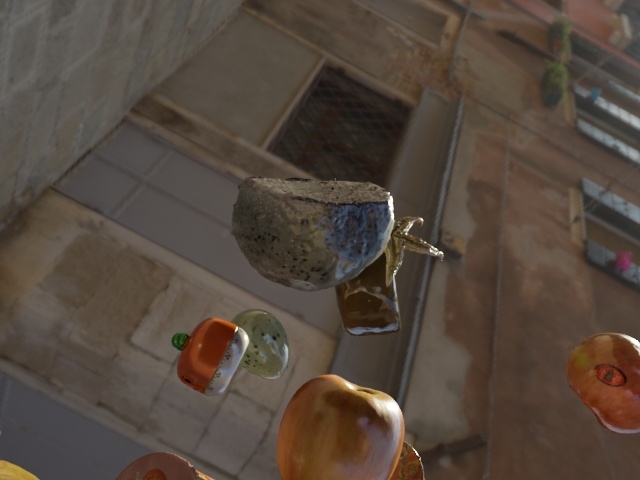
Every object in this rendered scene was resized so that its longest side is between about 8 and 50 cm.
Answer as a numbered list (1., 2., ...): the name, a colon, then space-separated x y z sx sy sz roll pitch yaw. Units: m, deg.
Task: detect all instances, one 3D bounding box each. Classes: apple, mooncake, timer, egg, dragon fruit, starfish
1. apple: 0.038 0.401 1.408 0.242 0.242 0.241 163 -52 -86
2. mooncake: 0.110 0.100 1.782 0.284 0.156 0.284 -7 90 -85
3. timer: -0.198 0.193 1.228 0.136 0.136 0.099 -62 -171 -10
4. apple: 0.594 0.286 1.429 0.164 0.209 0.209 -40 -169 19
5. egg: -0.133 0.227 1.542 0.131 0.164 0.131 -30 165 -9
6. dragon fruit: 0.000 0.000 1.302 0.221 0.283 0.203 28 -64 56
7. starfish: 0.180 0.007 1.544 0.247 0.138 0.050 -22 149 -42

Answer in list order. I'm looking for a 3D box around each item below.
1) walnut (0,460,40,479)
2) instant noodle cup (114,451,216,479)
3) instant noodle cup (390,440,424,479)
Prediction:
1. walnut: -0.682 0.613 1.439 0.332 0.333 0.333 -62 -177 6
2. instant noodle cup: -0.248 0.535 1.320 0.231 0.243 0.243 43 70 -50
3. instant noodle cup: 0.167 0.602 1.754 0.205 0.205 0.153 -63 148 -27
